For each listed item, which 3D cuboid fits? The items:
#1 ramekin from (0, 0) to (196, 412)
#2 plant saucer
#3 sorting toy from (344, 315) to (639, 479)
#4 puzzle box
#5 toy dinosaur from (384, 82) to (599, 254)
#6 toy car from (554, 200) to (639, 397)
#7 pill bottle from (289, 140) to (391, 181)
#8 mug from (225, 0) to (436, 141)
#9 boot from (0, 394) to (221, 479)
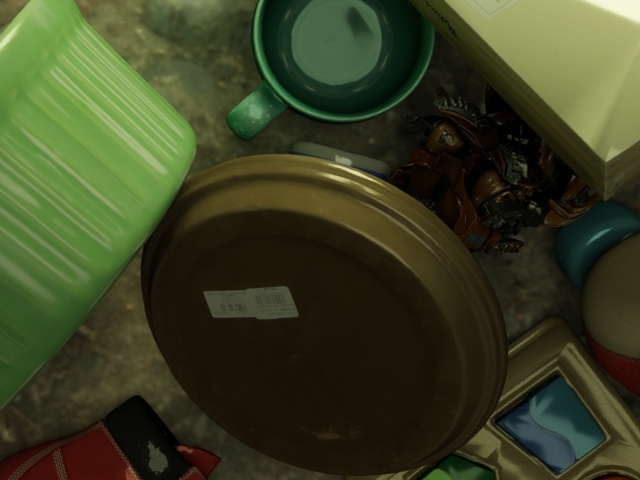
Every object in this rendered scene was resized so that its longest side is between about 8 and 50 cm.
[{"bbox_3d":[-0.219,-0.012,1.090,0.148,0.303,0.303,40,89,-13],"label":"ramekin"},{"bbox_3d":[-0.006,0.066,1.149,0.278,0.041,0.277,13,129,17],"label":"plant saucer"},{"bbox_3d":[0.126,0.233,1.251,0.307,0.041,0.229,-36,95,-2],"label":"sorting toy"},{"bbox_3d":[0.168,-0.243,1.103,0.272,0.052,0.409,-34,61,-10],"label":"puzzle box"},{"bbox_3d":[0.154,-0.079,1.182,0.164,0.218,0.322,33,54,18],"label":"toy dinosaur"},{"bbox_3d":[0.312,0.095,1.209,0.210,0.219,0.238,-22,123,-3],"label":"toy car"},{"bbox_3d":[0.000,0.000,1.212,0.078,0.078,0.137,14,92,-5],"label":"pill bottle"},{"bbox_3d":[0.001,-0.147,1.195,0.158,0.097,0.129,-9,94,-3],"label":"mug"},{"bbox_3d":[-0.131,0.247,1.212,0.176,0.088,0.244,-26,91,-4],"label":"boot"}]
